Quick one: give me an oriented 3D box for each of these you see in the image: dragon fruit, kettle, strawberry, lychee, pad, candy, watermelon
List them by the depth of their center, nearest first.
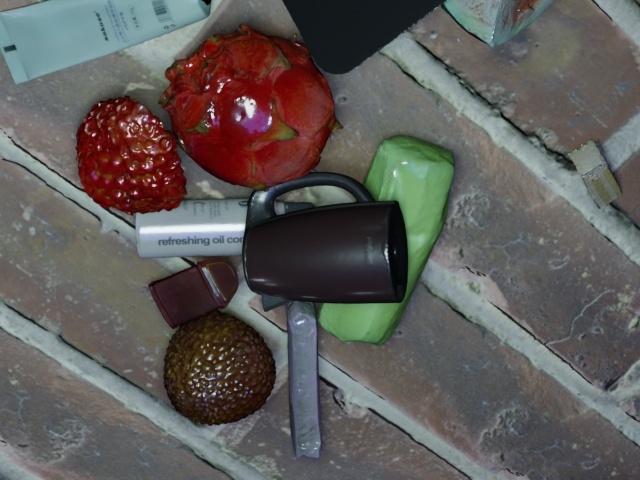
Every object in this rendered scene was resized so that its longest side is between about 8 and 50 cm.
[{"bbox_3d":[0.129,-0.379,1.657,0.375,0.315,0.063,-33,160,21],"label":"pad"},{"bbox_3d":[0.248,-0.414,1.659,0.223,0.180,0.305,13,99,-11],"label":"watermelon"},{"bbox_3d":[-0.099,-0.186,1.734,0.240,0.241,0.252,-21,137,6],"label":"dragon fruit"},{"bbox_3d":[-0.285,-0.109,1.753,0.190,0.236,0.111,42,68,3],"label":"strawberry"},{"bbox_3d":[0.000,0.000,1.785,0.232,0.144,0.202,-3,89,14],"label":"kettle"},{"bbox_3d":[0.104,0.005,1.908,0.142,0.132,0.344,21,115,3],"label":"candy"},{"bbox_3d":[-0.164,0.210,1.970,0.194,0.194,0.195,-2,118,-4],"label":"lychee"}]

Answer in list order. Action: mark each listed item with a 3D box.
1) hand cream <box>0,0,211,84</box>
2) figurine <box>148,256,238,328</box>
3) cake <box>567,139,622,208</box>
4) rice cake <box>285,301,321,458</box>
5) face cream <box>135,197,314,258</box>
[{"bbox_3d":[-0.309,-0.310,1.749,0.320,0.067,0.109,-15,120,8],"label":"hand cream"},{"bbox_3d":[-0.199,0.074,1.943,0.154,0.098,0.082,-23,101,36],"label":"figurine"},{"bbox_3d":[0.437,-0.101,1.941,0.052,0.065,0.121,-31,139,11],"label":"cake"},{"bbox_3d":[-0.028,0.222,2.025,0.050,0.106,0.298,-3,118,-4],"label":"rice cake"},{"bbox_3d":[-0.126,-0.021,1.897,0.311,0.092,0.092,-2,118,-5],"label":"face cream"}]
